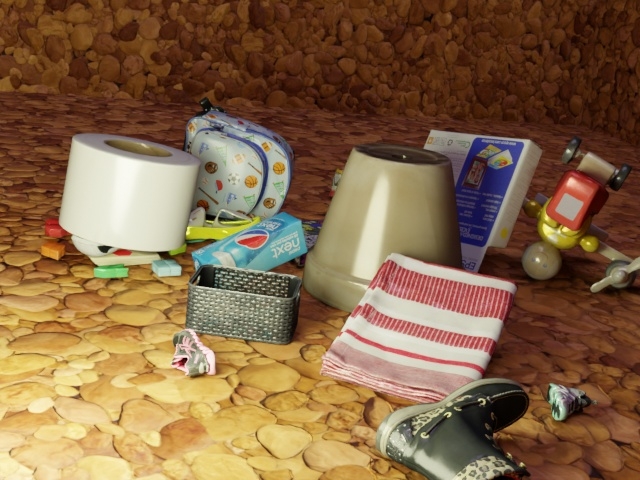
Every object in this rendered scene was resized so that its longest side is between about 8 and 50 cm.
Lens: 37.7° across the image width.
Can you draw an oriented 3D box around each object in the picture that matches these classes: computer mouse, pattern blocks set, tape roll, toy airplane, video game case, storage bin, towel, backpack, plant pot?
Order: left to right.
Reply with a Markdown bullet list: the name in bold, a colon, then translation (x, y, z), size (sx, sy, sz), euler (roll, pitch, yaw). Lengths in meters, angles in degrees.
- **computer mouse**: translation (-0.413, 0.002, 1.797), size (0.106, 0.042, 0.193), euler (17, 13, 16)
- **pattern blocks set**: translation (-0.410, 0.015, 1.868), size (0.285, 0.026, 0.325), euler (0, 17, -20)
- **tape roll**: translation (-0.363, -0.096, 1.788), size (0.246, 0.169, 0.246), euler (13, 13, -3)
- **backpack**: translation (-0.194, -0.161, 2.170), size (0.263, 0.277, 0.213), euler (12, 21, -6)
- **storage bin**: translation (-0.128, 0.106, 1.574), size (0.180, 0.084, 0.122), euler (7, 17, 4)
- **video game case**: translation (0.000, 0.000, 2.054), size (0.232, 0.042, 0.210), euler (-4, 18, -31)
- **plant pot**: translation (0.140, -0.031, 1.798), size (0.323, 0.281, 0.323), euler (7, 17, -2)
- **towel**: translation (0.168, 0.134, 1.502), size (0.237, 0.037, 0.329), euler (13, 36, 19)
- **toy airplane**: translation (0.527, -0.027, 2.059), size (0.384, 0.272, 0.386), euler (41, -13, -31)

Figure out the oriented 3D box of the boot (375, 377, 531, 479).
- **boot**: translation (0.211, 0.262, 1.183), size (0.236, 0.085, 0.178), euler (-11, 25, -29)

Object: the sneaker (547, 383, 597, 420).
- **sneaker**: translation (0.378, 0.241, 1.393), size (0.069, 0.038, 0.098), euler (7, 17, 4)

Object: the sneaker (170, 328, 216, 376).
- **sneaker**: translation (-0.203, 0.171, 1.406), size (0.057, 0.047, 0.119), euler (-16, 24, -27)

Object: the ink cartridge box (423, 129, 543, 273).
- **ink cartridge box**: translation (0.297, -0.080, 2.009), size (0.072, 0.307, 0.303), euler (25, -5, -38)

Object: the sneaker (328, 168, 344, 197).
- **sneaker**: translation (0.112, -0.166, 2.570), size (0.088, 0.093, 0.225), euler (17, 19, 31)

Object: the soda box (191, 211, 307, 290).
- **soda box**: translation (-0.132, 0.022, 1.768), size (0.210, 0.071, 0.067), euler (-26, 30, -27)

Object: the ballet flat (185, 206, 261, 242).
- **ballet flat**: translation (-0.234, -0.033, 2.009), size (0.230, 0.077, 0.077), euler (5, 17, -6)
